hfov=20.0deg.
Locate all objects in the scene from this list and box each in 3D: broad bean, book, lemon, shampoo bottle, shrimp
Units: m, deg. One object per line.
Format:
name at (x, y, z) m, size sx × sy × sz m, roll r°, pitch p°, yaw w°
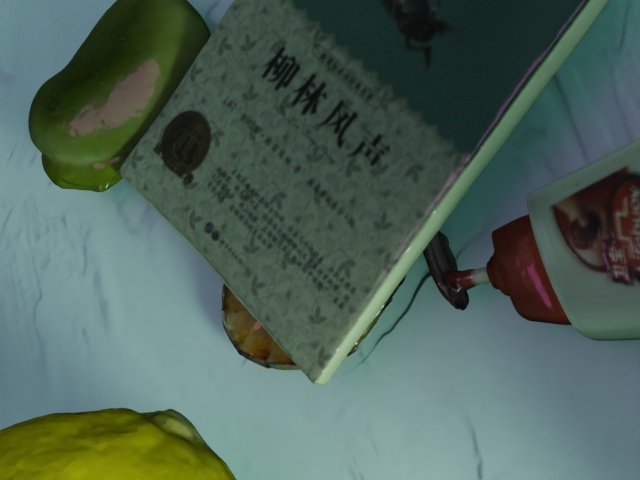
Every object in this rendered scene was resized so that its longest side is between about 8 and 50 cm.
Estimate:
broad bean at (-0.158, -0.117, 1.431) m, size 0.174 × 0.082 × 0.124 m, roll -49°, pitch 57°, yaw 14°
book at (0.031, -0.122, 1.280) m, size 0.264 × 0.031 × 0.379 m, roll 44°, pitch 106°, yaw 34°
lemon at (-0.165, 0.251, 1.225) m, size 0.293 × 0.293 × 0.293 m, roll -9°, pitch 72°, yaw 31°
shampoo bottle at (0.190, -0.005, 1.176) m, size 0.284 × 0.071 × 0.153 m, roll -15°, pitch 70°, yaw 29°
shrimp at (-0.002, -0.001, 1.324) m, size 0.147 × 0.035 × 0.195 m, roll 4°, pitch 83°, yaw 35°
